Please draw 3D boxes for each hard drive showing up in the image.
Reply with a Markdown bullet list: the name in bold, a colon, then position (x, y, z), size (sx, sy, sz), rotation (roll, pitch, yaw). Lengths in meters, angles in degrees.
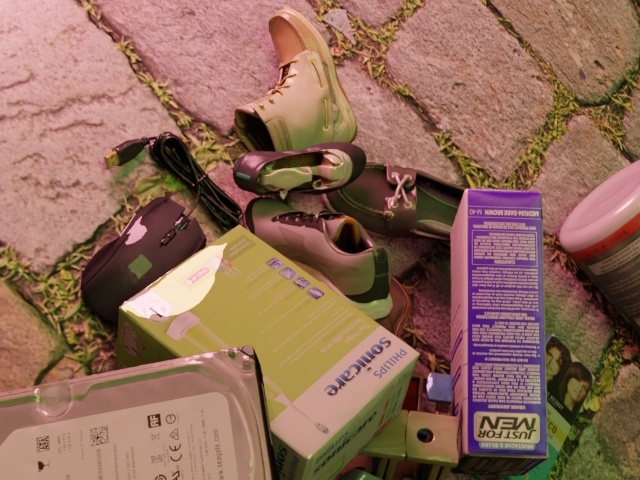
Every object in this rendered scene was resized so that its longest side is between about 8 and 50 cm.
- **hard drive**: position (-0.212, 0.248, 1.136), size (0.339, 0.064, 0.237), rotation (-11, 62, 1)

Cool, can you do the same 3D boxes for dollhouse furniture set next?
- **dollhouse furniture set**: position (0.100, 0.223, 1.440), size (0.129, 0.129, 0.184), rotation (8, 50, -1)

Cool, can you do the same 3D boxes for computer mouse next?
- **computer mouse**: position (-0.213, -0.031, 1.404), size (0.184, 0.060, 0.262), rotation (51, 51, -5)

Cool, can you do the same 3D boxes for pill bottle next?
- **pill bottle**: position (0.563, 0.064, 1.786), size (0.363, 0.210, 0.210), rotation (48, 51, -6)

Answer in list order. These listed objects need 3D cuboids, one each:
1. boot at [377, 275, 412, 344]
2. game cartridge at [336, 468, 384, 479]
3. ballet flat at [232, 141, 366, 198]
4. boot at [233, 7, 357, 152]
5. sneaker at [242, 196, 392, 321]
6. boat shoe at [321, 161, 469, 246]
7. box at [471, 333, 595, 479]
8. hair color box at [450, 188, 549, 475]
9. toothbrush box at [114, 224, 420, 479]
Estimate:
- **boot**: position (0.057, 0.086, 1.478), size (0.106, 0.082, 0.219), rotation (42, 23, -21)
- **game cartridge**: position (0.047, 0.432, 1.336), size (0.198, 0.062, 0.297), rotation (28, 70, -18)
- **ballet flat**: position (-0.015, -0.089, 1.510), size (0.203, 0.074, 0.074), rotation (-6, 73, -28)
- **boot**: position (-0.055, -0.209, 1.580), size (0.165, 0.077, 0.213), rotation (-25, 91, -37)
- **sneaker**: position (0.001, 0.000, 1.437), size (0.100, 0.108, 0.271), rotation (-12, 32, -37)
- **boat shoe**: position (0.163, -0.051, 1.643), size (0.335, 0.095, 0.112), rotation (17, 61, -27)
- **box**: position (0.298, 0.253, 1.618), size (0.100, 0.060, 0.244), rotation (45, 52, -9)
- **hair color box**: position (0.226, 0.122, 1.472), size (0.110, 0.185, 0.339), rotation (3, 72, 1)
- **toothbrush box**: position (-0.065, 0.141, 1.314), size (0.283, 0.122, 0.206), rotation (34, 47, 21)
